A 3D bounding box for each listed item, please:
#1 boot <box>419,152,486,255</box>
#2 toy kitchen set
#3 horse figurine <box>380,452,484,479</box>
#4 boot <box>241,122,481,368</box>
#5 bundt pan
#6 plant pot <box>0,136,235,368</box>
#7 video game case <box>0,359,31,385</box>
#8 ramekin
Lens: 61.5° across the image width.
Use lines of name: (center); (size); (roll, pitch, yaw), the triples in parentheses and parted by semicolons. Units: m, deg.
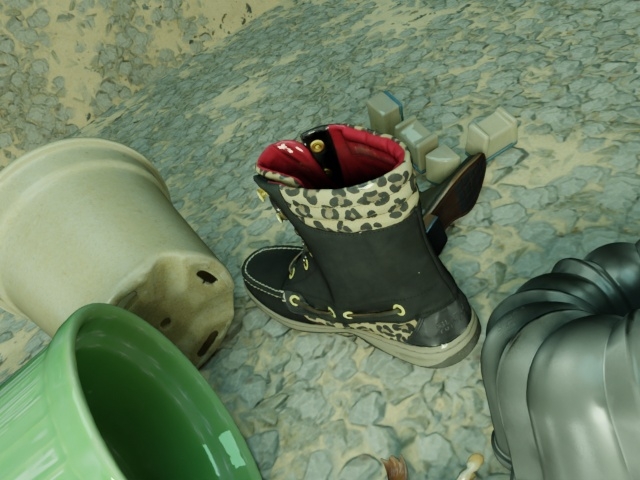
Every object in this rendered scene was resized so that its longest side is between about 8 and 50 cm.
boot: (0.167, -0.065, 0.827); (0.106, 0.082, 0.219); (18, 57, 40)
toy kitchen set: (0.212, -0.190, 0.952); (0.166, 0.122, 0.207); (-33, 57, -8)
horse figurine: (0.116, 0.254, 0.431); (0.174, 0.066, 0.263); (-40, 11, -28)
boot: (0.000, 0.000, 0.678); (0.377, 0.284, 0.138); (16, 54, 41)
bundt pan: (0.279, 0.076, 0.431); (0.330, 0.124, 0.331); (-22, 6, 2)
plant pot: (-0.299, 0.052, 0.810); (0.334, 0.334, 0.305); (-42, 51, -20)
video game case: (-0.396, 0.259, 0.652); (0.193, 0.023, 0.212); (-151, 81, -82)
ramekin: (-0.193, 0.225, 0.527); (0.148, 0.303, 0.303); (-37, 37, -1)
